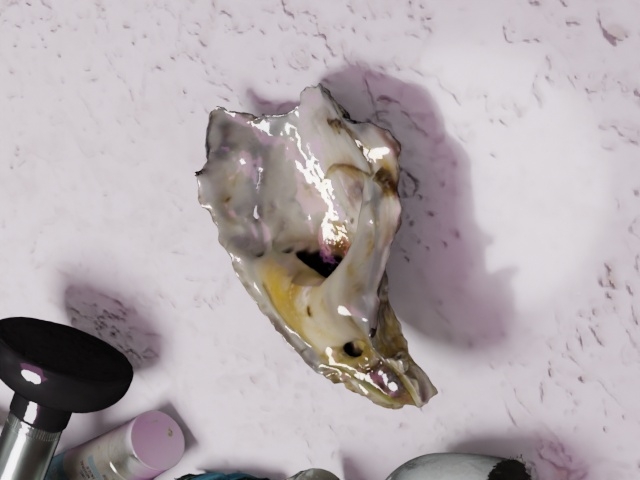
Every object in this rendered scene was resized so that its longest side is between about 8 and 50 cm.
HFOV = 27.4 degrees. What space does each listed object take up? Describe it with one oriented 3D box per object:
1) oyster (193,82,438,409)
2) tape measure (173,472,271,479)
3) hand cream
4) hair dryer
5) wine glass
[{"bbox_3d":[0.007,-0.003,1.176,0.275,0.100,0.271,24,121,39],"label":"oyster"},{"bbox_3d":[-0.094,0.312,1.393,0.146,0.081,0.125,-6,90,34],"label":"tape measure"},{"bbox_3d":[-0.269,0.274,1.511,0.111,0.070,0.312,54,133,0],"label":"hand cream"},{"bbox_3d":[-0.375,0.204,1.473,0.284,0.156,0.320,44,112,39],"label":"hair dryer"},{"bbox_3d":[0.082,0.262,1.223,0.241,0.126,0.126,-12,103,40],"label":"wine glass"}]
